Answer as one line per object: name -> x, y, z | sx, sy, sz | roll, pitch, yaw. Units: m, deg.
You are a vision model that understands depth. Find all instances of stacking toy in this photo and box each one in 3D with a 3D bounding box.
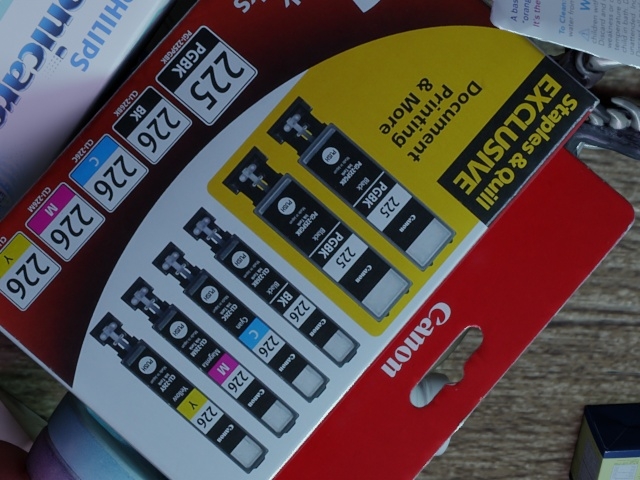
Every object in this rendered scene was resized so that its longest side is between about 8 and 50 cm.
stacking toy -> -0.104, 0.183, 1.367 | 0.309, 0.279, 0.130 | 40, 94, -30

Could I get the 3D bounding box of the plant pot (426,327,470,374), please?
plant pot -> -0.031, 0.035, 1.280 | 0.263, 0.263, 0.229 | 4, 143, -15

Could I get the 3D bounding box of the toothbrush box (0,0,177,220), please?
toothbrush box -> -0.243, -0.163, 1.066 | 0.295, 0.126, 0.216 | 36, 116, -6

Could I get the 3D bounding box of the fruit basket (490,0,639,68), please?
fruit basket -> 0.262, -0.225, 1.116 | 0.353, 0.327, 0.165 | 11, 162, -16

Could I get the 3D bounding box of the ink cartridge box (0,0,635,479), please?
ink cartridge box -> 0.000, 0.000, 1.058 | 0.272, 0.130, 0.309 | 41, 84, 1

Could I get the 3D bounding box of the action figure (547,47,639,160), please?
action figure -> 0.204, -0.089, 1.268 | 0.141, 0.164, 0.276 | 24, 113, -12

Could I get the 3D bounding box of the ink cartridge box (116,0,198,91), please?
ink cartridge box -> -0.087, -0.191, 1.173 | 0.190, 0.082, 0.139 | -28, 128, 9

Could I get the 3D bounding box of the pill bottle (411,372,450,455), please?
pill bottle -> 0.030, 0.131, 1.455 | 0.137, 0.078, 0.078 | 5, 126, -16

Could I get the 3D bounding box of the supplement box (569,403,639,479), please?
supplement box -> 0.259, 0.185, 1.560 | 0.083, 0.056, 0.083 | -1, 128, -11
